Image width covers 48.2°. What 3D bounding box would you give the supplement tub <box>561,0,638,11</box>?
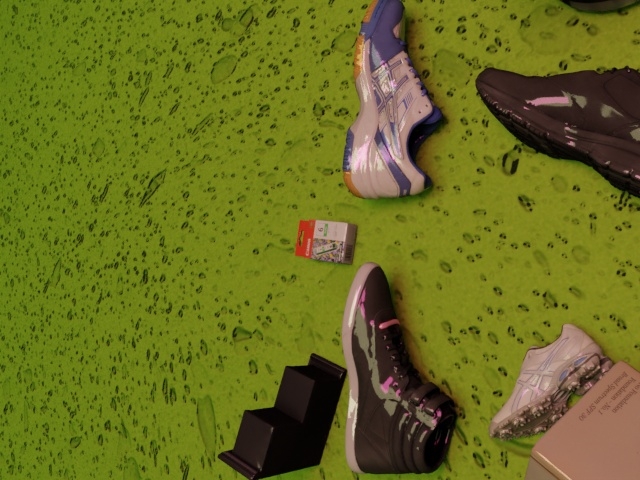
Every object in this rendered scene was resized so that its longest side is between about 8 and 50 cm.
[{"bbox_3d":[0.274,-0.399,0.767,0.207,0.338,0.207,-5,81,36],"label":"supplement tub"}]

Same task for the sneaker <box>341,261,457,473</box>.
[{"bbox_3d":[0.113,0.177,0.969,0.146,0.104,0.296,-1,90,35],"label":"sneaker"}]

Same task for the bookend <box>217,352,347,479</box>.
[{"bbox_3d":[-0.053,0.253,1.045,0.072,0.157,0.156,20,97,37],"label":"bookend"}]

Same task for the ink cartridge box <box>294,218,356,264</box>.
[{"bbox_3d":[0.000,0.000,1.118,0.115,0.029,0.063,7,89,37],"label":"ink cartridge box"}]

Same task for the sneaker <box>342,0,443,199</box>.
[{"bbox_3d":[0.116,-0.204,1.027,0.130,0.112,0.297,4,88,20],"label":"sneaker"}]

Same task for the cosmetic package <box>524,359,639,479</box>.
[{"bbox_3d":[0.373,0.283,0.702,0.160,0.113,0.309,-36,53,-22],"label":"cosmetic package"}]

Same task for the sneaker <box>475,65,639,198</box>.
[{"bbox_3d":[0.322,-0.156,0.862,0.286,0.109,0.130,33,95,28],"label":"sneaker"}]

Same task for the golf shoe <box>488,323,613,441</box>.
[{"bbox_3d":[0.271,0.176,0.881,0.176,0.069,0.086,-45,40,21],"label":"golf shoe"}]
